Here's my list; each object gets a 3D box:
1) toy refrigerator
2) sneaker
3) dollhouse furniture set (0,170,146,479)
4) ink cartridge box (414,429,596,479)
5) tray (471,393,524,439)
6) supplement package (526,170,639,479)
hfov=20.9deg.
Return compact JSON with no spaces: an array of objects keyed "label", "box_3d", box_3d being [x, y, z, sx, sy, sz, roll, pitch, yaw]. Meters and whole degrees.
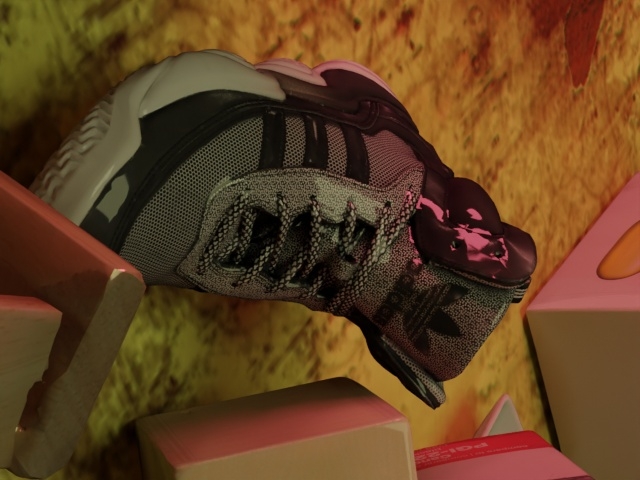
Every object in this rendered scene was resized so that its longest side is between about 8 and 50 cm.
[{"label":"toy refrigerator","box_3d":[-0.007,0.204,0.755,0.102,0.094,0.269,-11,101,-15]},{"label":"sneaker","box_3d":[0.000,0.000,0.724,0.268,0.153,0.101,-15,142,-59]},{"label":"dollhouse furniture set","box_3d":[-0.123,-0.151,0.391,0.256,0.362,0.394,7,112,-56]},{"label":"ink cartridge box","box_3d":[0.093,0.187,0.780,0.218,0.092,0.158,-154,-125,-80]},{"label":"tray","box_3d":[0.064,0.224,0.948,0.270,0.030,0.145,-55,132,-42]},{"label":"supplement package","box_3d":[0.270,0.058,1.115,0.203,0.194,0.149,-44,124,-49]}]
